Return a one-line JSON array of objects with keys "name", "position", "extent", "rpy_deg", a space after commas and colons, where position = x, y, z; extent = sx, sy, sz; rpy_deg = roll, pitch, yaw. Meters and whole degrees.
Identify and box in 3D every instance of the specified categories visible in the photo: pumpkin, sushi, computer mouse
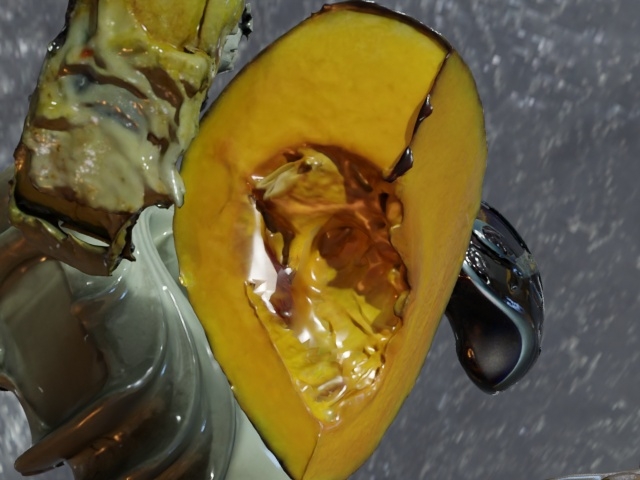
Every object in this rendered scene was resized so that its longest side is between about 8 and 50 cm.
[{"name": "pumpkin", "position": [0.000, 0.000, 1.208], "extent": [0.169, 0.148, 0.312], "rpy_deg": [18, 89, 29]}, {"name": "sushi", "position": [-0.115, -0.108, 1.214], "extent": [0.139, 0.131, 0.291], "rpy_deg": [27, 99, 12]}, {"name": "computer mouse", "position": [0.185, 0.059, 1.873], "extent": [0.096, 0.233, 0.137], "rpy_deg": [-12, 39, 18]}]

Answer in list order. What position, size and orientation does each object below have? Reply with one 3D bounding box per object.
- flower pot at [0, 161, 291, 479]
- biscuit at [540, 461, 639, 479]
[{"name": "flower pot", "position": [-0.153, 0.108, 1.496], "extent": [0.164, 0.254, 0.367], "rpy_deg": [-36, 65, 27]}, {"name": "biscuit", "position": [0.132, 0.104, 0.482], "extent": [0.366, 0.268, 0.115], "rpy_deg": [-7, 86, -38]}]
